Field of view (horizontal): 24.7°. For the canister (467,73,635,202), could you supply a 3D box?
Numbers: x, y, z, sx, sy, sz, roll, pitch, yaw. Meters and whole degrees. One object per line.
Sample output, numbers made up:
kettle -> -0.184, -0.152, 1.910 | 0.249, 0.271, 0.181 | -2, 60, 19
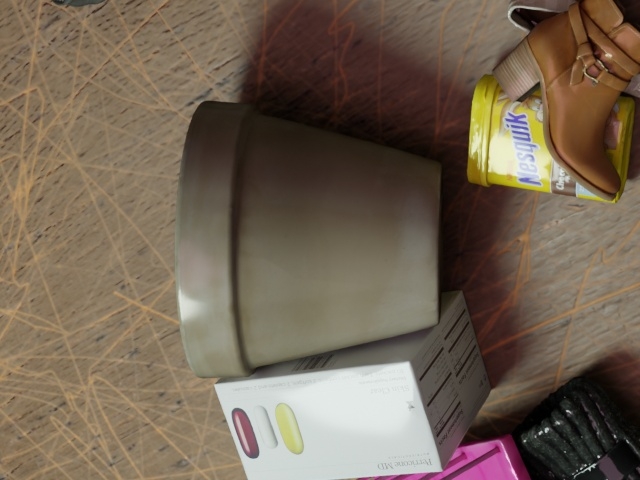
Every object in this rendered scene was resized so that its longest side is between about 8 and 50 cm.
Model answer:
canister -> 0.257, -0.113, 1.631 | 0.170, 0.073, 0.126 | 10, 115, 19

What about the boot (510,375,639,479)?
boot -> 0.300, 0.345, 1.780 | 0.260, 0.131, 0.348 | 38, 116, 0

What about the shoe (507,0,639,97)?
shoe -> 0.298, -0.208, 1.576 | 0.219, 0.058, 0.076 | 30, 121, 10

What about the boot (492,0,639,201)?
boot -> 0.292, -0.152, 1.525 | 0.152, 0.073, 0.197 | -37, 93, 21

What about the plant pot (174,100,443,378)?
plant pot -> 0.000, 0.000, 1.690 | 0.280, 0.323, 0.323 | 0, 113, 6

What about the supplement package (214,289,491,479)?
supplement package -> 0.043, 0.180, 1.781 | 0.262, 0.204, 0.145 | -10, 108, 27

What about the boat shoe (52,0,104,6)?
boat shoe -> -0.240, -0.421, 1.723 | 0.335, 0.095, 0.112 | -57, 48, 28

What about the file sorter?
file sorter -> 0.121, 0.378, 1.766 | 0.291, 0.182, 0.202 | -25, 88, 57
